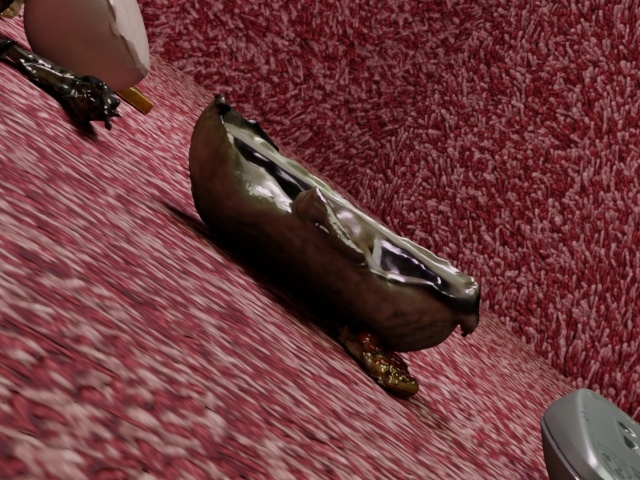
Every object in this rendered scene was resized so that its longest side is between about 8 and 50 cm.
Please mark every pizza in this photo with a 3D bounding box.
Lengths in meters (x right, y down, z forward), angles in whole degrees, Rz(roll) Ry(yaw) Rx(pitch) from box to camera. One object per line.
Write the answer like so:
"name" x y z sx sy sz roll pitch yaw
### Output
"pizza" 0.066 0.122 1.433 0.100 0.029 0.099 36 6 -14

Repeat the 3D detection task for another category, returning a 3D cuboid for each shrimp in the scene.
"shrimp" -0.282 -0.171 1.585 0.150 0.051 0.217 32 -1 -27

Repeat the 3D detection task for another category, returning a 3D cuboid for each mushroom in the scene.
"mushroom" -0.002 0.001 1.514 0.344 0.130 0.247 35 7 -4

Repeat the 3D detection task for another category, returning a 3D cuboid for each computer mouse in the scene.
"computer mouse" 0.290 0.248 1.512 0.159 0.097 0.288 39 16 -7

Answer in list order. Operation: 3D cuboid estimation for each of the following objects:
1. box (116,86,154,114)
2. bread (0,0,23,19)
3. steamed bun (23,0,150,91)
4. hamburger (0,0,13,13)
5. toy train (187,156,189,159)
"box" -0.317 -0.244 2.172 0.156 0.022 0.089 35 6 -30
"bread" -0.469 -0.393 1.985 0.196 0.102 0.138 42 9 34
"steamed bun" -0.289 -0.263 1.810 0.228 0.131 0.177 -104 173 -68
"hamburger" -0.394 -0.327 1.779 0.081 0.126 0.141 29 -17 -5
"toy train" -0.128 -0.084 1.898 0.081 0.050 0.122 47 2 -16
